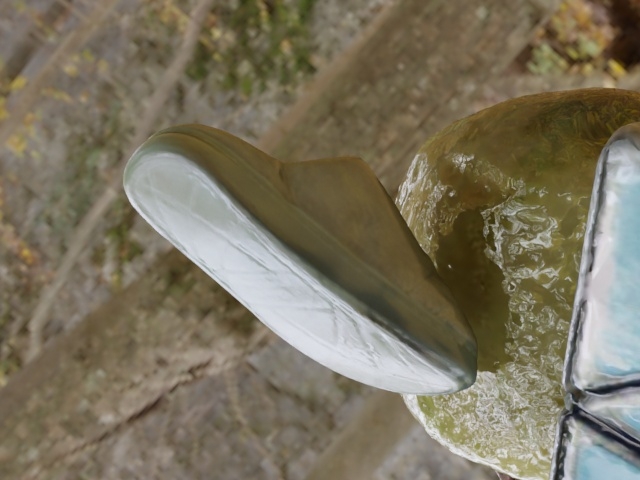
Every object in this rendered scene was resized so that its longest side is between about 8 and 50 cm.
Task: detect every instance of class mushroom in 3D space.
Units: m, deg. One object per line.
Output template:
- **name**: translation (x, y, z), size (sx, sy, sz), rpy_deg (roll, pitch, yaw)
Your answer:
- **mushroom**: translation (0.178, 0.037, 0.950), size (0.292, 0.212, 0.217), rpy_deg (12, -128, 6)

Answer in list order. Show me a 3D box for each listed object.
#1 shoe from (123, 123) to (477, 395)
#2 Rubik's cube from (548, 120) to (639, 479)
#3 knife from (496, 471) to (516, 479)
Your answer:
- **shoe**: translation (0.000, 0.000, 0.888), size (0.251, 0.103, 0.100), rpy_deg (36, -122, -17)
- **Rubik's cube**: translation (0.181, 0.062, 0.493), size (0.228, 0.229, 0.233), rpy_deg (167, 88, -77)
- **knife**: translation (0.106, 0.076, 1.056), size (0.018, 0.035, 0.247), rpy_deg (15, -139, -34)
